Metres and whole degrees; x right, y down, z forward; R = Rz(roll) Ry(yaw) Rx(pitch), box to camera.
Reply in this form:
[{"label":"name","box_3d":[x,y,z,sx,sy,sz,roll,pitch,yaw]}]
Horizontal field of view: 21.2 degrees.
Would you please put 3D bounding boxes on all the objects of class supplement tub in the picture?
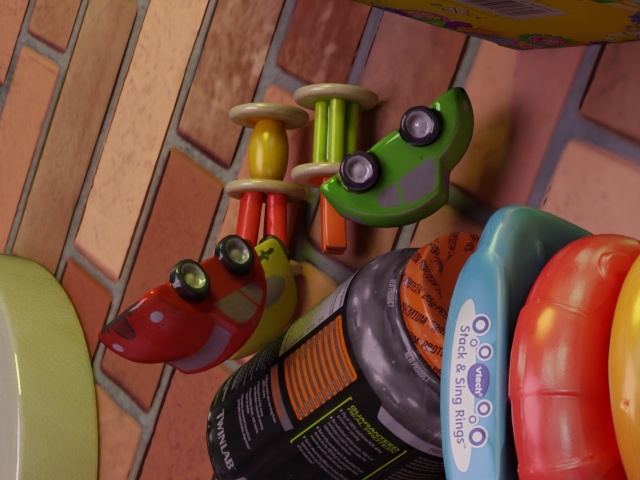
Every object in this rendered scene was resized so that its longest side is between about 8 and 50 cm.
[{"label":"supplement tub","box_3d":[0.033,0.080,0.920,0.190,0.117,0.117,-40,51,41]}]

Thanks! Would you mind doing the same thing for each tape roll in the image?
[{"label":"tape roll","box_3d":[-0.306,0.198,1.398,0.392,0.072,0.392,-20,64,50]}]

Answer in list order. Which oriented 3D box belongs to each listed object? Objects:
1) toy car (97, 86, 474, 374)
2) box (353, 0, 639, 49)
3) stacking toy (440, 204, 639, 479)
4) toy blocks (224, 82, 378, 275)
[{"label":"toy car","box_3d":[0.000,0.000,0.937,0.225,0.239,0.053,-37,86,4]},{"label":"box","box_3d":[0.064,-0.262,0.820,0.177,0.290,0.279,2,84,54]},{"label":"stacking toy","box_3d":[0.212,0.062,0.677,0.302,0.166,0.175,-9,70,38]},{"label":"toy blocks","box_3d":[-0.014,-0.015,1.066,0.123,0.054,0.148,-9,75,51]}]
